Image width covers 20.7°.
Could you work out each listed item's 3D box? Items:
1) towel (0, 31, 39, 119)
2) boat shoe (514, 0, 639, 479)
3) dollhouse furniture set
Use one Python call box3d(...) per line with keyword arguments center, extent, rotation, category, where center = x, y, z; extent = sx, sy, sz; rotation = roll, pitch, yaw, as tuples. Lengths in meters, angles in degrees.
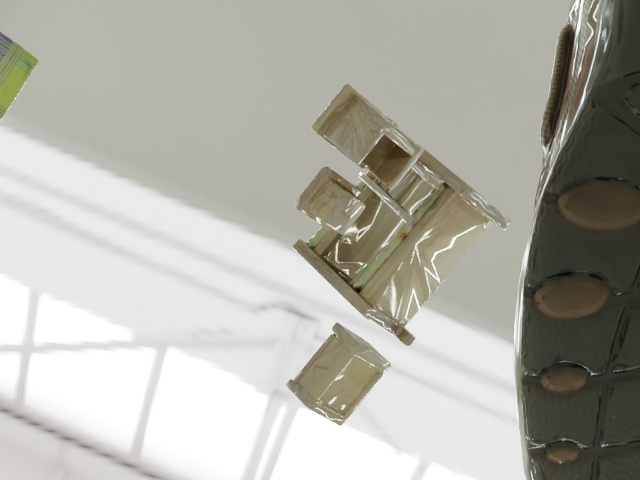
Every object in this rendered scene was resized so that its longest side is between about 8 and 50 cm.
box3d(center=(-0.215, -0.107, 1.032), extent=(0.083, 0.009, 0.060), rotation=(34, -89, -12), category="towel")
box3d(center=(0.142, -0.046, 0.665), extent=(0.122, 0.120, 0.324), rotation=(11, -93, 1), category="boat shoe")
box3d(center=(0.000, 0.000, 1.156), extent=(0.182, 0.161, 0.101), rotation=(-50, -134, 4), category="dollhouse furniture set")
